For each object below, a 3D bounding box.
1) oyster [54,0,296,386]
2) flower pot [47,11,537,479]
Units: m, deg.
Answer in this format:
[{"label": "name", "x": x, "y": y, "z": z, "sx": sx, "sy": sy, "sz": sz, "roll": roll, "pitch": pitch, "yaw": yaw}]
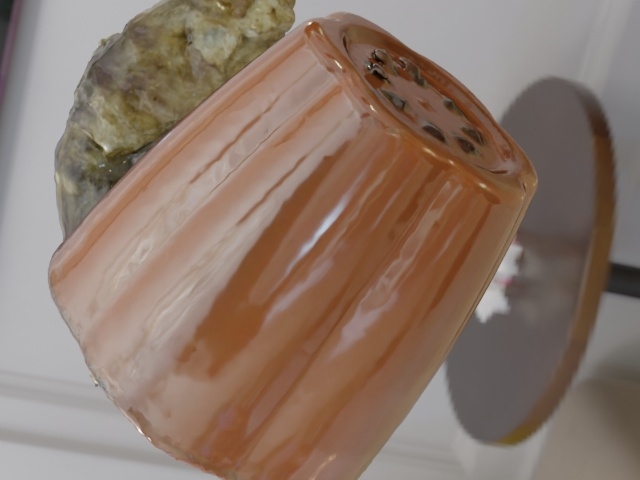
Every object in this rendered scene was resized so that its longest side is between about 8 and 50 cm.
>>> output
[{"label": "oyster", "x": -0.109, "y": -0.051, "z": 0.917, "sx": 0.166, "sy": 0.094, "sz": 0.294, "roll": -5, "pitch": 65, "yaw": 32}, {"label": "flower pot", "x": 0.000, "y": 0.000, "z": 0.638, "sx": 0.173, "sy": 0.190, "sz": 0.190, "roll": -49, "pitch": 25, "yaw": 23}]
